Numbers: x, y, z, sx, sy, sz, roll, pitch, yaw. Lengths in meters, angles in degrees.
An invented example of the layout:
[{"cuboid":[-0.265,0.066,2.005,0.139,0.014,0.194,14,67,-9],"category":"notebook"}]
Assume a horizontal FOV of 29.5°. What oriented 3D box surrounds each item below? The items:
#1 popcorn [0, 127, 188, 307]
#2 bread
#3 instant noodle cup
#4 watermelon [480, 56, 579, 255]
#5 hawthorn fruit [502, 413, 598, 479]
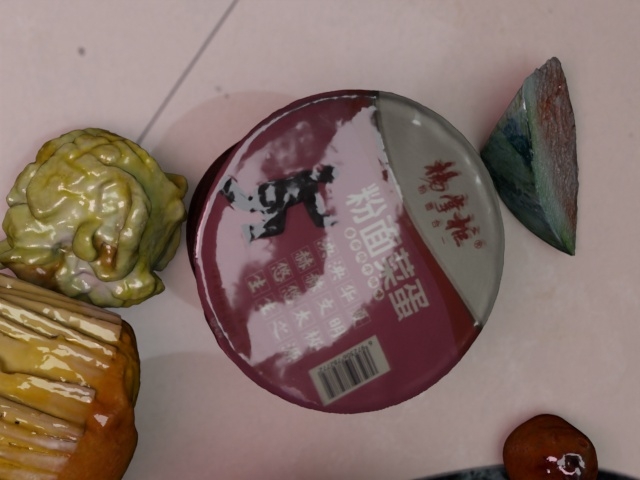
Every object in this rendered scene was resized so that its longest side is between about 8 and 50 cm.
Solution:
[{"cuboid":[-0.172,-0.018,0.935,0.141,0.162,0.135,17,56,-39],"category":"popcorn"},{"cuboid":[-0.235,0.167,0.874,0.156,0.204,0.288,25,108,-16],"category":"bread"},{"cuboid":[0.000,0.000,0.941,0.234,0.178,0.235,-2,96,-18],"category":"instant noodle cup"},{"cuboid":[0.189,-0.070,1.049,0.094,0.081,0.180,-21,118,-28],"category":"watermelon"},{"cuboid":[0.206,0.197,1.069,0.081,0.093,0.081,-2,97,-13],"category":"hawthorn fruit"}]
